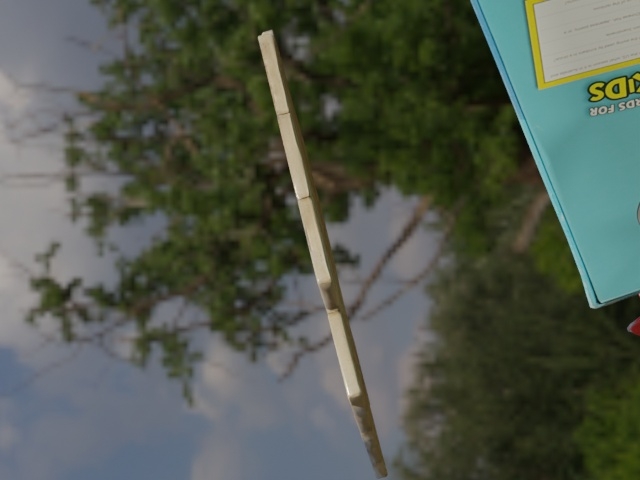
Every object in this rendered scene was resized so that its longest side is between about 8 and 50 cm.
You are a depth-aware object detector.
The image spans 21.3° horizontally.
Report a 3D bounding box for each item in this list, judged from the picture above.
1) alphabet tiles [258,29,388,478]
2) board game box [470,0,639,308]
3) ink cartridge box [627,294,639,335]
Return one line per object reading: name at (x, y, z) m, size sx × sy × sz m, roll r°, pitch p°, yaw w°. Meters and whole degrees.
alphabet tiles at (0.000, 0.000, 0.833) m, size 0.237 × 0.009 × 0.198 m, roll 74°, pitch -178°, yaw -71°
board game box at (0.161, -0.143, 0.569) m, size 0.336 × 0.253 × 0.079 m, roll 61°, pitch -166°, yaw -45°
ink cartridge box at (0.272, 0.005, 0.991) m, size 0.231 × 0.134 × 0.078 m, roll 14°, pitch -138°, yaw -44°
